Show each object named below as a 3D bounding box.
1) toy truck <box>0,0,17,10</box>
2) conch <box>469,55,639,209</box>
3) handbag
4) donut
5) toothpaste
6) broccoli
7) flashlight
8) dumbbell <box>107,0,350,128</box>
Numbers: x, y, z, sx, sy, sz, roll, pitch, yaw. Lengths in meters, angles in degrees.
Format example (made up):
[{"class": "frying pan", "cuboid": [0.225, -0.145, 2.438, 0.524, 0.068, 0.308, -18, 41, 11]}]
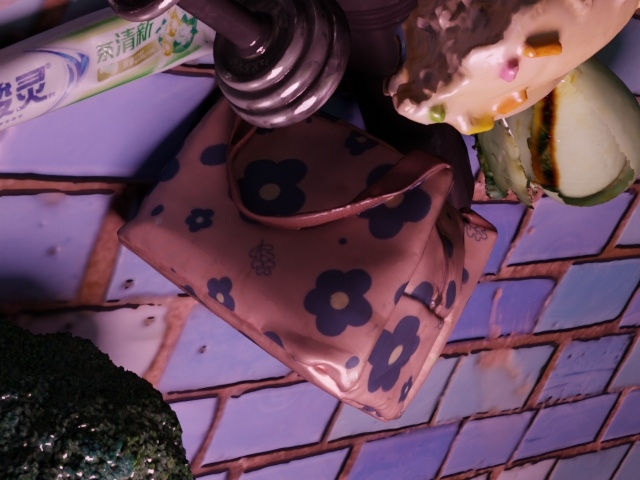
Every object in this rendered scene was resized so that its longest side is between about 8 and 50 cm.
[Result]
[{"class": "toy truck", "cuboid": [-0.229, -0.183, 0.658, 0.367, 0.175, 0.146, -33, 142, -17]}, {"class": "conch", "cuboid": [0.203, -0.110, 1.163, 0.143, 0.137, 0.251, -25, 156, 32]}, {"class": "handbag", "cuboid": [0.000, 0.000, 0.992, 0.193, 0.251, 0.190, -57, 149, -2]}, {"class": "donut", "cuboid": [0.098, -0.272, 0.794, 0.307, 0.150, 0.371, -38, 106, -36]}, {"class": "toothpaste", "cuboid": [-0.186, -0.117, 0.869, 0.297, 0.048, 0.074, -27, 132, -29]}, {"class": "broccoli", "cuboid": [-0.225, 0.210, 0.951, 0.297, 0.297, 0.297, 1, 147, -44]}, {"class": "flashlight", "cuboid": [0.060, -0.155, 1.034, 0.103, 0.103, 0.424, -38, 144, -11]}, {"class": "dumbbell", "cuboid": [-0.075, -0.161, 0.853, 0.110, 0.110, 0.254, -52, 140, 7]}]
